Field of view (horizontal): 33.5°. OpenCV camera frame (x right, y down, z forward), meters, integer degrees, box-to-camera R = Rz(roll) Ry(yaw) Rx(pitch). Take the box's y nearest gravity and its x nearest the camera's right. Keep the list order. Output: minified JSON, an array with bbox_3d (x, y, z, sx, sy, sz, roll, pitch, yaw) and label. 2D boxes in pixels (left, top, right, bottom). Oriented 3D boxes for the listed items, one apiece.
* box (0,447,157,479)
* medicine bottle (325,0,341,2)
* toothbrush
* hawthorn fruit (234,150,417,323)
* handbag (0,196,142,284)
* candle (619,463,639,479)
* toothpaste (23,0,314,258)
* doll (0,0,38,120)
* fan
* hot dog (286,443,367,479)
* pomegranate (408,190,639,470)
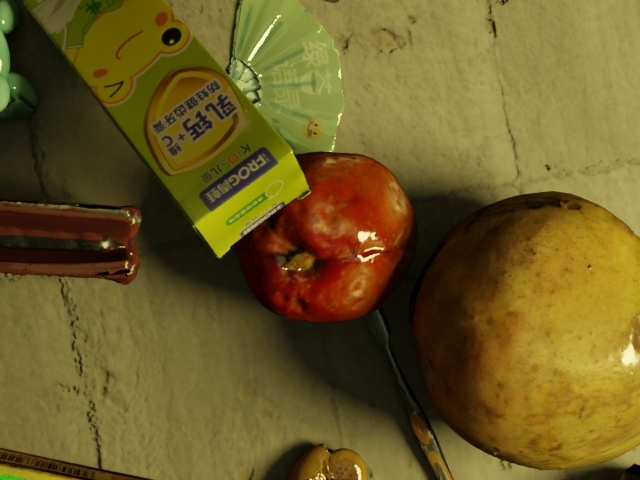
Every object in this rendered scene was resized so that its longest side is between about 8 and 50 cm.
[{"bbox_3d":[-0.218,0.328,1.051,0.302,0.084,0.192,15,88,-10],"label":"box"},{"bbox_3d":[0.053,-0.378,1.059,0.152,0.152,0.254,45,83,-7],"label":"medicine bottle"},{"bbox_3d":[0.111,0.205,1.136,0.023,0.031,0.321,-21,94,19],"label":"toothbrush"},{"bbox_3d":[0.000,0.000,1.027,0.179,0.200,0.179,2,100,12],"label":"hawthorn fruit"},{"bbox_3d":[-0.298,-0.006,0.948,0.276,0.260,0.084,4,87,-12],"label":"handbag"},{"bbox_3d":[0.350,0.404,1.102,0.187,0.187,0.330,23,87,-9],"label":"candle"},{"bbox_3d":[-0.148,-0.140,0.989,0.110,0.077,0.327,-36,65,-6],"label":"toothpaste"},{"bbox_3d":[-0.317,-0.191,0.994,0.059,0.158,0.159,-9,98,0],"label":"doll"},{"bbox_3d":[-0.040,-0.165,1.118,0.131,0.009,0.240,-9,92,-12],"label":"fan"},{"bbox_3d":[0.002,0.282,1.107,0.090,0.060,0.140,6,83,-6],"label":"hot dog"},{"bbox_3d":[0.218,0.091,1.033,0.281,0.281,0.281,0,91,-10],"label":"pomegranate"}]
